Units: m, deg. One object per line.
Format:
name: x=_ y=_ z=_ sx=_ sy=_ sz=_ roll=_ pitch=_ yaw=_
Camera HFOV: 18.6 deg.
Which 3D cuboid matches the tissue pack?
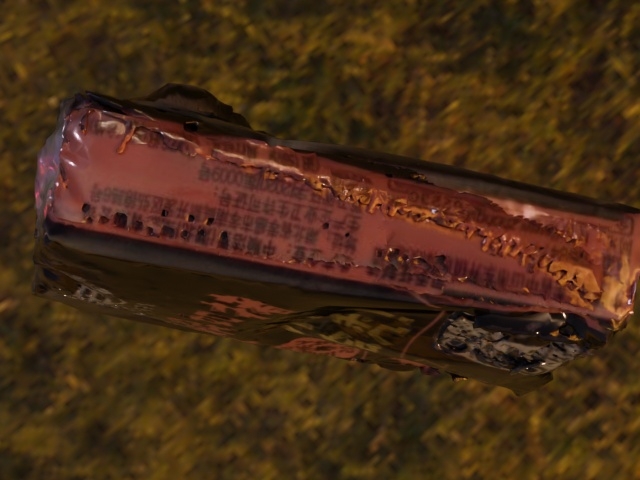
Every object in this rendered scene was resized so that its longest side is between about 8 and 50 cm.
tissue pack: x=0.000 y=0.000 z=1.123 sx=0.332 sy=0.123 sz=0.245 roll=11 pitch=167 yaw=-8
